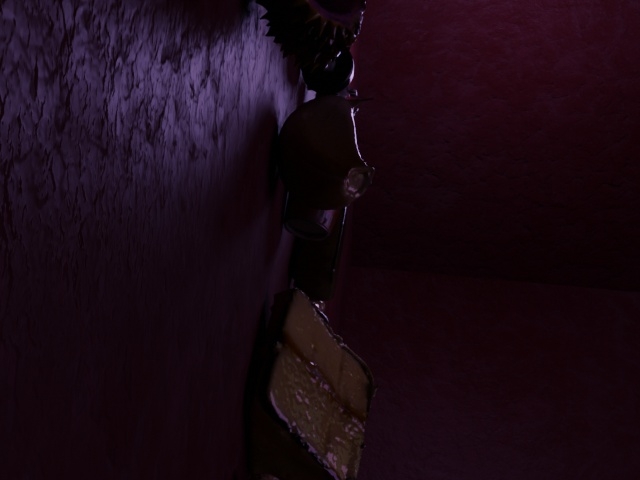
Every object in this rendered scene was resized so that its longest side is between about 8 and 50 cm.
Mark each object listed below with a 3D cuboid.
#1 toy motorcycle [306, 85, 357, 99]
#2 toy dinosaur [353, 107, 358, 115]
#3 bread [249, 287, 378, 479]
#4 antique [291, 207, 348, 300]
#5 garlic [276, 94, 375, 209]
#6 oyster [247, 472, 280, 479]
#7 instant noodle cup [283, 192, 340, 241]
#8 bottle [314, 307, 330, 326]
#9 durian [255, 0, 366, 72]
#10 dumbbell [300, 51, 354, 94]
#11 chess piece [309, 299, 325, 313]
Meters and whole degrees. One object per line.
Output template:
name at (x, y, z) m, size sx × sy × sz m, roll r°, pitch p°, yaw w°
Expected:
toy motorcycle at (0.013, -0.234, 2.031) m, size 0.150 × 0.102 × 0.221 m, roll 136°, pitch -40°, yaw -78°
toy dinosaur at (0.028, -0.137, 2.370) m, size 0.205 × 0.092 × 0.393 m, roll 85°, pitch 10°, yaw -68°
bread at (-0.016, 0.238, 1.658) m, size 0.263 × 0.198 × 0.236 m, roll -77°, pitch 165°, yaw -48°
antique at (0.000, 0.000, 2.125) m, size 0.310 × 0.093 × 0.087 m, roll -79°, pitch 173°, yaw -53°
garlic at (0.010, -0.149, 1.654) m, size 0.245 × 0.164 × 0.145 m, roll -88°, pitch 162°, yaw -46°
oyster at (-0.107, 0.500, 1.503) m, size 0.166 × 0.094 × 0.294 m, roll 50°, pitch 52°, yaw -58°
instant noodle cup at (-0.008, -0.077, 1.848) m, size 0.127 × 0.127 × 0.136 m, roll 86°, pitch 18°, yaw -65°
bottle at (-0.035, 0.202, 1.973) m, size 0.152 × 0.098 × 0.099 m, roll 101°, pitch -2°, yaw -53°
durian at (-0.022, -0.344, 1.280) m, size 0.186 × 0.153 × 0.261 m, roll 129°, pitch -32°, yaw -55°
dumbbell at (0.009, -0.340, 1.810) m, size 0.191 × 0.100 × 0.100 m, roll 78°, pitch 17°, yaw -75°
chess piece at (-0.028, 0.170, 2.238) m, size 0.172 × 0.060 × 0.060 m, roll -60°, pitch 155°, yaw -75°
